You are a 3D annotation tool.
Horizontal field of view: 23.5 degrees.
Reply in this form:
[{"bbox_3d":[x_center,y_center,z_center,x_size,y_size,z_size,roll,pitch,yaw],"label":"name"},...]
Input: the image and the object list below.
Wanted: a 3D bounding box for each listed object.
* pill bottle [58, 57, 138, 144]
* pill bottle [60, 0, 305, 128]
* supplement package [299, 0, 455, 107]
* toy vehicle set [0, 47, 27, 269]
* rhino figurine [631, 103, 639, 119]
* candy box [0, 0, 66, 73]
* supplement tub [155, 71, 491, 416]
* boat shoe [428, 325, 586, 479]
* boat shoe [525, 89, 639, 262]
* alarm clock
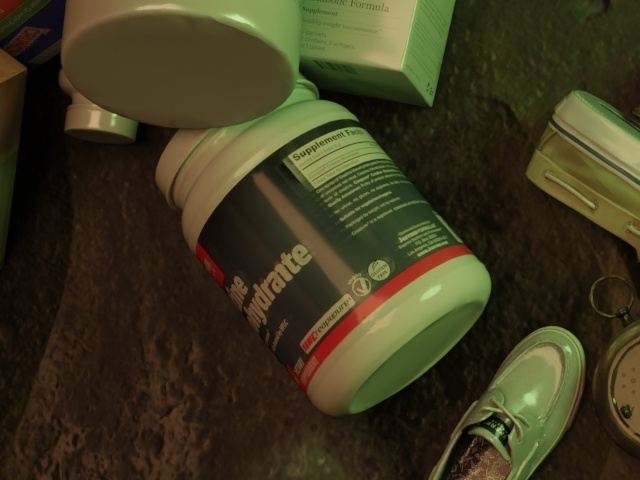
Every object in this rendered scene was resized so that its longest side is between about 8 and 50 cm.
[{"bbox_3d":[-0.203,-0.183,1.492,0.094,0.094,0.169,4,82,16],"label":"pill bottle"},{"bbox_3d":[-0.105,-0.308,1.288,0.224,0.224,0.392,-5,65,15],"label":"pill bottle"},{"bbox_3d":[0.052,-0.264,1.413,0.139,0.134,0.244,11,84,17],"label":"supplement package"},{"bbox_3d":[-0.360,-0.100,1.461,0.166,0.267,0.035,36,47,17],"label":"toy vehicle set"},{"bbox_3d":[0.400,-0.104,1.321,0.243,0.073,0.106,26,92,17],"label":"rhino figurine"},{"bbox_3d":[-0.300,-0.334,1.464,0.268,0.122,0.317,-22,70,47],"label":"candy box"},{"bbox_3d":[0.000,0.000,1.353,0.191,0.191,0.272,-42,73,6],"label":"supplement tub"},{"bbox_3d":[0.157,0.176,1.337,0.079,0.081,0.227,31,91,18],"label":"boat shoe"},{"bbox_3d":[0.312,-0.013,1.327,0.302,0.109,0.094,41,114,24],"label":"boat shoe"},{"bbox_3d":[0.289,0.112,1.323,0.129,0.064,0.192,-32,71,9],"label":"alarm clock"}]
